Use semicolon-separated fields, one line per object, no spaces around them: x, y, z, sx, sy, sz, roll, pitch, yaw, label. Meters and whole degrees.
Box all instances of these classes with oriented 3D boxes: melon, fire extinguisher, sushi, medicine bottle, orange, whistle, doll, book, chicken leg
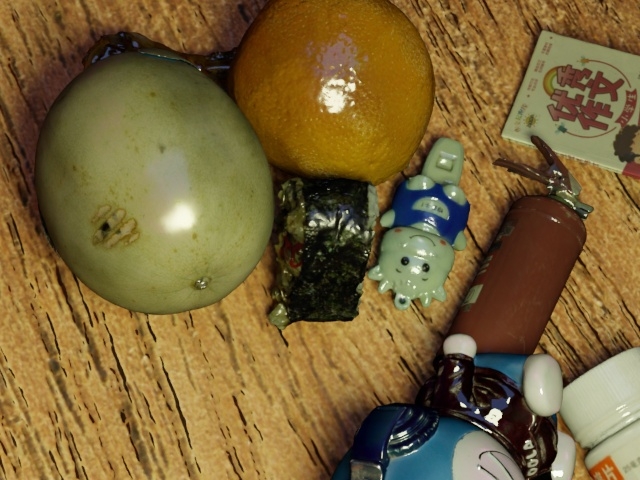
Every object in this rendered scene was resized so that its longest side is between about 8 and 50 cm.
-0.194;-0.069;1.733;0.269;0.268;0.330;-18;54;-17;melon
0.233;0.023;1.850;0.147;0.106;0.337;32;63;-8;fire extinguisher
0.000;0.000;1.767;0.115;0.212;0.147;6;57;-3;sushi
0.385;0.257;1.752;0.145;0.144;0.252;-23;74;-19;medicine bottle
0.016;-0.179;1.828;0.264;0.264;0.264;4;65;-8;orange
0.130;-0.022;1.864;0.110;0.092;0.244;18;65;4;whistle
0.138;0.275;1.657;0.240;0.284;0.310;-5;38;37;doll
0.369;-0.171;1.965;0.232;0.022;0.162;19;74;16;book
-0.185;-0.210;1.910;0.252;0.087;0.107;-4;84;-19;chicken leg
